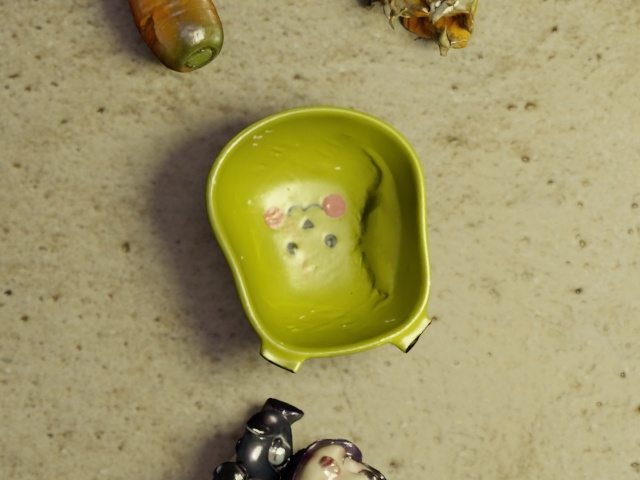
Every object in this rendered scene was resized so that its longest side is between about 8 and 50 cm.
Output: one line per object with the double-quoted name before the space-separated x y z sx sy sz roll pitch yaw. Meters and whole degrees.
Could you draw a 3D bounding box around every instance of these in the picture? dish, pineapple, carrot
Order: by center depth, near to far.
"dish" 0.000 0.000 1.788 0.221 0.108 0.262 -12 85 -7
"carrot" -0.166 -0.265 1.808 0.087 0.087 0.193 -25 77 -8
"pineapple" 0.116 -0.317 1.827 0.186 0.114 0.236 -26 85 -7

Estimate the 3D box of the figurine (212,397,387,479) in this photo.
"figurine" -0.002 0.274 1.762 0.222 0.145 0.145 35 82 7
